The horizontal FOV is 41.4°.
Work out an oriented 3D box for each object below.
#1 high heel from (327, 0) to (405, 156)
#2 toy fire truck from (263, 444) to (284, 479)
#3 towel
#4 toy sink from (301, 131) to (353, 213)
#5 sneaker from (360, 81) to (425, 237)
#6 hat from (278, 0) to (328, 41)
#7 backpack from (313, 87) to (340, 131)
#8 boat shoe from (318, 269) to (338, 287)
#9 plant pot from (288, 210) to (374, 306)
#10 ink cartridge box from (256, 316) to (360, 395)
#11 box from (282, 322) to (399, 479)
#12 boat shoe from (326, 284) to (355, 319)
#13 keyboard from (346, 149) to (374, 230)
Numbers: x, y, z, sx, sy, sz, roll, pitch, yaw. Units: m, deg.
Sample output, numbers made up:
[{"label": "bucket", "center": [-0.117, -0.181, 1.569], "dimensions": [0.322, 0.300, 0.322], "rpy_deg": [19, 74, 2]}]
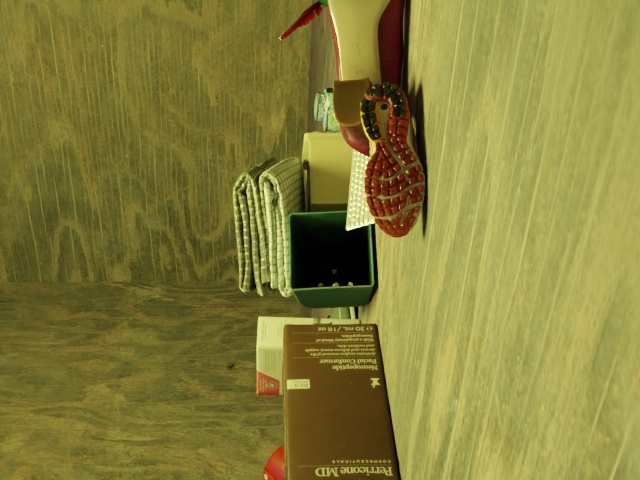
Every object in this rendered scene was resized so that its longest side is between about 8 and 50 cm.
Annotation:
[{"label": "high heel", "center": [0.084, -0.329, 1.382], "dimensions": [0.181, 0.127, 0.376], "rpy_deg": [35, -115, -69]}, {"label": "toy fire truck", "center": [-0.003, 0.499, 1.937], "dimensions": [0.158, 0.217, 0.246], "rpy_deg": [33, 122, 50]}, {"label": "towel", "center": [-0.105, -0.031, 1.861], "dimensions": [0.235, 0.122, 0.283], "rpy_deg": [-52, -41, -73]}, {"label": "toy sink", "center": [0.025, -0.171, 1.947], "dimensions": [0.153, 0.131, 0.234], "rpy_deg": [107, 163, -75]}, {"label": "sneaker", "center": [0.113, -0.113, 1.233], "dimensions": [0.093, 0.088, 0.225], "rpy_deg": [41, -134, -68]}, {"label": "hat", "center": [-0.009, -0.609, 2.039], "dimensions": [0.172, 0.184, 0.208], "rpy_deg": [95, 173, -48]}, {"label": "backpack", "center": [0.024, -0.350, 2.283], "dimensions": [0.105, 0.084, 0.114], "rpy_deg": [-116, 24, -86]}, {"label": "boat shoe", "center": [0.004, -0.001, 2.276], "dimensions": [0.340, 0.127, 0.113], "rpy_deg": [-80, -17, -54]}, {"label": "plant pot", "center": [0.028, 0.061, 1.785], "dimensions": [0.234, 0.166, 0.165], "rpy_deg": [80, -173, -68]}, {"label": "ink cartridge box", "center": [-0.027, 0.270, 1.952], "dimensions": [0.100, 0.237, 0.171], "rpy_deg": [-90, 3, -49]}, {"label": "box", "center": [0.025, 0.328, 1.559], "dimensions": [0.381, 0.191, 0.143], "rpy_deg": [-96, 7, -49]}, {"label": "boat shoe", "center": [0.032, 0.247, 2.069], "dimensions": [0.116, 0.099, 0.319], "rpy_deg": [-94, 6, -55]}, {"label": "keyboard", "center": [0.083, -0.143, 1.521], "dimensions": [0.072, 0.014, 0.255], "rpy_deg": [-19, 59, 48]}]
